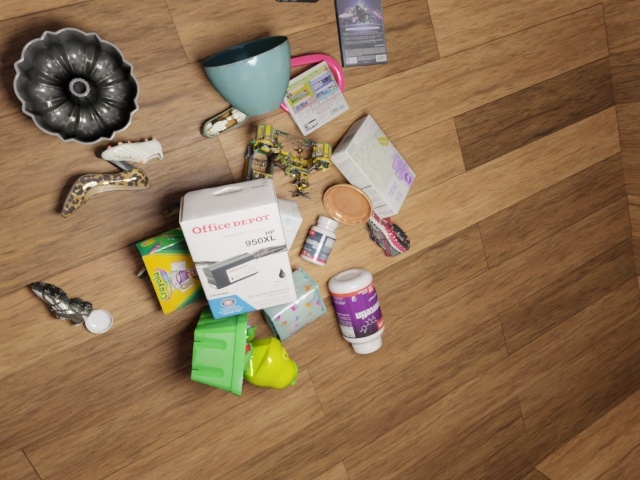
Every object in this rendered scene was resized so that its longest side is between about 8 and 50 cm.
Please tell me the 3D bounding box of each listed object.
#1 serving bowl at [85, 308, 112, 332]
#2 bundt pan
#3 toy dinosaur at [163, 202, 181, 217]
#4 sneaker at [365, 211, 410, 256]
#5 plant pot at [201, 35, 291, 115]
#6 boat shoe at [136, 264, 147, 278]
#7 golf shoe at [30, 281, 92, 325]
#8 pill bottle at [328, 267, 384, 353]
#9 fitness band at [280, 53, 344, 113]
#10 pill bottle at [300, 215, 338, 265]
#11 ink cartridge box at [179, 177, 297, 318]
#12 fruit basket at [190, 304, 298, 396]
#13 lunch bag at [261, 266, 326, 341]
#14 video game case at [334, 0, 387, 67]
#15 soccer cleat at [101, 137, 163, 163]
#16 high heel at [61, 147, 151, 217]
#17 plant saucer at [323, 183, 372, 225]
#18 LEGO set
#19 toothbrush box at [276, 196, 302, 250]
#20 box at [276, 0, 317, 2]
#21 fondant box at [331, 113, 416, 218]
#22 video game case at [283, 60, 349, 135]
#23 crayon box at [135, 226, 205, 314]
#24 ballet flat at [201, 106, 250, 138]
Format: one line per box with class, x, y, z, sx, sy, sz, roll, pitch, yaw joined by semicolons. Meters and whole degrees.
serving bowl;-0.749;0.270;1.543;0.083;0.027;0.083;-4;101;-23
bundt pan;-0.725;-0.453;1.378;0.331;0.124;0.330;-4;100;-23
toy dinosaur;-0.408;-0.095;1.606;0.268;0.064;0.118;-14;90;-23
sneaker;0.236;-0.050;1.868;0.299;0.112;0.121;50;37;-11
plant pot;-0.219;-0.532;1.511;0.290;0.290;0.195;-29;125;-16
boat shoe;-0.525;0.062;1.573;0.233;0.084;0.079;-39;111;-16
golf shoe;-0.846;0.209;1.467;0.198;0.077;0.094;33;98;-15
pill bottle;0.153;0.287;1.846;0.182;0.181;0.322;-22;107;-18
fitness band;-0.043;-0.574;1.690;0.291;0.054;0.209;-18;103;-20
pill bottle;0.000;0.000;1.772;0.108;0.108;0.180;22;89;-25
ink cartridge box;-0.250;0.031;1.442;0.286;0.166;0.394;-12;126;-5
fruit basket;-0.246;0.375;1.589;0.392;0.392;0.282;3;97;-23
lunch bag;-0.103;0.262;1.743;0.223;0.160;0.262;-34;143;-15
video game case;0.156;-0.814;1.745;0.196;0.026;0.274;-13;103;-21
soccer cleat;-0.599;-0.279;1.465;0.196;0.068;0.076;-24;92;-41
high heel;-0.683;-0.145;1.461;0.186;0.093;0.261;35;76;-18
plant saucer;0.109;-0.143;1.766;0.200;0.200;0.037;48;46;-22
LEGO set;-0.124;-0.243;1.597;0.331;0.255;0.192;15;70;-32
toothbrush box;-0.220;-0.011;1.606;0.216;0.126;0.295;13;120;-24
box;-0.076;-0.927;1.590;0.158;0.093;0.156;-11;103;-22
fondant box;0.212;-0.285;1.770;0.330;0.096;0.238;47;53;-24
video game case;-0.024;-0.517;1.663;0.212;0.023;0.193;-35;108;-14
crayon box;-0.490;0.102;1.526;0.165;0.081;0.278;-25;135;-24
ballet flat;-0.316;-0.419;1.587;0.213;0.068;0.072;-35;109;-14
